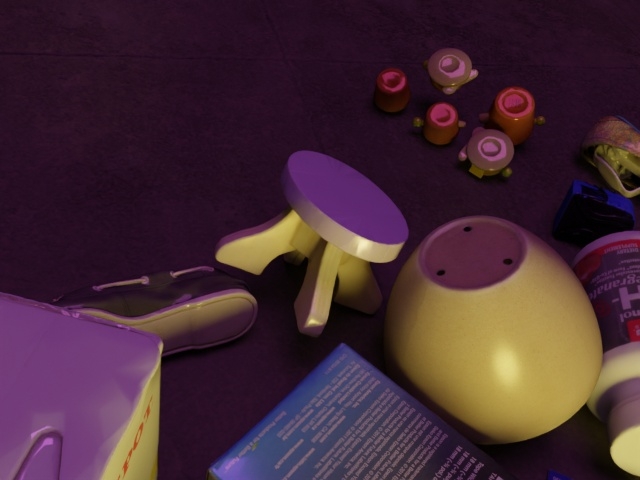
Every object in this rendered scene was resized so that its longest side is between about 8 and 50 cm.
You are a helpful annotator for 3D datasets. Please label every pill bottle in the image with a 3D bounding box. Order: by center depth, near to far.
[{"bbox_3d":[0.442,0.151,1.001,0.176,0.176,0.319,13,43,-1],"label":"pill bottle"}]

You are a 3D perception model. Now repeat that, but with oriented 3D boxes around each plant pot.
[{"bbox_3d":[0.204,0.081,0.925,0.284,0.191,0.284,-11,40,10],"label":"plant pot"}]

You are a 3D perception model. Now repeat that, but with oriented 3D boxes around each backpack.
[{"bbox_3d":[0.481,-0.048,1.273,0.120,0.098,0.101,20,40,7],"label":"backpack"}]

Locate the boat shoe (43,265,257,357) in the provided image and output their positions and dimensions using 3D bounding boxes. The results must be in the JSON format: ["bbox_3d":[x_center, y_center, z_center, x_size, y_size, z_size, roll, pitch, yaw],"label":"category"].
[{"bbox_3d":[-0.246,0.101,0.933,0.335,0.112,0.095,-8,30,-29],"label":"boat shoe"}]

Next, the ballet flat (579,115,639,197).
[{"bbox_3d":[0.633,-0.102,1.372,0.123,0.123,0.348,-24,56,-33],"label":"ballet flat"}]

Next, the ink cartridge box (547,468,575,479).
[{"bbox_3d":[0.308,0.418,0.780,0.175,0.069,0.371,23,42,8],"label":"ink cartridge box"}]

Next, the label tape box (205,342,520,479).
[{"bbox_3d":[0.072,0.302,0.800,0.333,0.106,0.240,37,48,19],"label":"label tape box"}]

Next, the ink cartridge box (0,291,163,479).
[{"bbox_3d":[-0.239,0.265,0.553,0.160,0.385,0.279,15,43,1],"label":"ink cartridge box"}]

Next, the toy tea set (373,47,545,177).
[{"bbox_3d":[0.264,-0.251,1.441,0.336,0.124,0.200,37,77,18],"label":"toy tea set"}]

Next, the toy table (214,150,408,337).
[{"bbox_3d":[0.000,0.000,1.005,0.252,0.161,0.274,25,22,-8],"label":"toy table"}]
